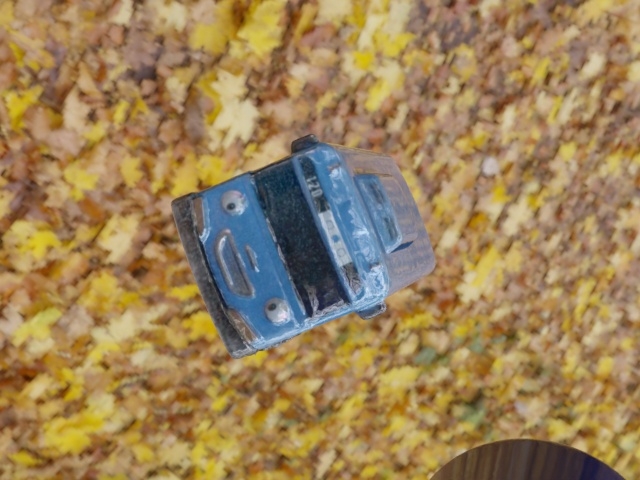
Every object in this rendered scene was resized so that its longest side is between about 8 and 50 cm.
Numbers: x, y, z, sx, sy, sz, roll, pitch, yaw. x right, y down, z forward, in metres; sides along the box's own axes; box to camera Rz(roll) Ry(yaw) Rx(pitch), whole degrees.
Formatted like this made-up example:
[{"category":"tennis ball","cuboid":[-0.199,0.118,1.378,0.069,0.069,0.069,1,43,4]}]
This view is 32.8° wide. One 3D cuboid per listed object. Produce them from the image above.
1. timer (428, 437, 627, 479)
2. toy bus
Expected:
[{"category":"timer","cuboid":[0.167,0.363,0.960,0.270,0.270,0.383,-70,167,17]},{"category":"toy bus","cuboid":[0.000,0.000,0.745,0.134,0.116,0.234,-21,178,13]}]
